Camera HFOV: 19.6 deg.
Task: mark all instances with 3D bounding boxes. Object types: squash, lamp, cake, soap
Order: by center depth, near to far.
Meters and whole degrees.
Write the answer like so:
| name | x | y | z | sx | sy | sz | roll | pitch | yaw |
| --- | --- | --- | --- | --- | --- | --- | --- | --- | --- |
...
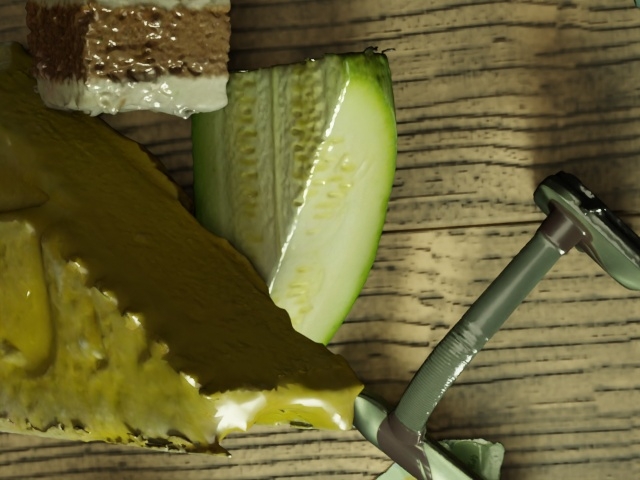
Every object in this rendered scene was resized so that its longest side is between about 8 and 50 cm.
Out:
| name | x | y | z | sx | sy | sz | roll | pitch | yaw |
| --- | --- | --- | --- | --- | --- | --- | --- | --- | --- |
| soap | -0.144 | -0.004 | 1.407 | 0.339 | 0.169 | 0.304 | 1 | 100 | 36 |
| cake | -0.150 | -0.171 | 1.437 | 0.135 | 0.134 | 0.147 | -4 | 101 | -31 |
| lamp | 0.167 | 0.107 | 1.440 | 0.203 | 0.124 | 0.283 | 41 | 101 | 2 |
| squash | 0.000 | 0.000 | 1.455 | 0.203 | 0.111 | 0.288 | -2 | 93 | 48 |

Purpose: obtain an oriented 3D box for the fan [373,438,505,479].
| name | x | y | z | sx | sy | sz | roll | pitch | yaw |
| --- | --- | --- | --- | --- | --- | --- | --- | --- | --- |
| fan | 0.076 | 0.262 | 1.534 | 0.131 | 0.009 | 0.240 | 27 | 101 | 8 |

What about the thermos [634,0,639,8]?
| name | x | y | z | sx | sy | sz | roll | pitch | yaw |
| --- | --- | --- | --- | --- | --- | --- | --- | --- | --- |
| thermos | 0.351 | -0.282 | 1.364 | 0.287 | 0.145 | 0.182 | -17 | 61 | 9 |
